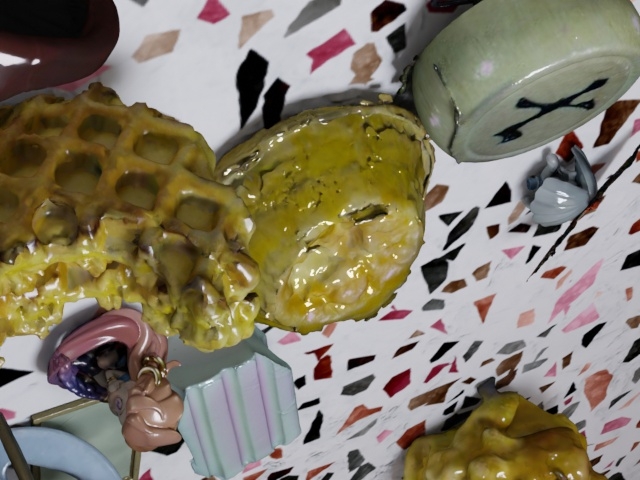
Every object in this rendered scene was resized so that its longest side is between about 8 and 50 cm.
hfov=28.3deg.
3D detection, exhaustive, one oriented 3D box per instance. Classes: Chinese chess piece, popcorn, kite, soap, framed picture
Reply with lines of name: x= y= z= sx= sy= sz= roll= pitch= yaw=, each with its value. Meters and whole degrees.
Chinese chess piece: x=0.197 y=-0.161 z=1.218 sx=0.237 sy=0.092 sz=0.238 roll=-21 pitch=164 yaw=-7
popcorn: x=0.278 y=0.339 z=1.852 sx=0.297 sy=0.281 sz=0.315 roll=-18 pitch=-177 yaw=-34
kite: x=0.321 y=-0.032 z=1.541 sx=0.232 sy=0.009 sz=0.189 roll=-50 pitch=175 yaw=-3
soap: x=-0.108 y=0.170 z=1.421 sx=0.145 sy=0.091 sz=0.231 roll=-28 pitch=146 yaw=-16
framed picture: x=-0.263 y=0.238 z=1.438 sx=0.135 sy=0.010 sz=0.201 roll=-17 pitch=144 yaw=-27

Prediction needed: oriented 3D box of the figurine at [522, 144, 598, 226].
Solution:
figurine: x=0.280 y=-0.065 z=1.499 sx=0.086 sy=0.082 sz=0.094 roll=-19 pitch=137 yaw=6

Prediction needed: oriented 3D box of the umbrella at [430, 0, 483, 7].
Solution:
umbrella: x=0.215 y=-0.241 z=1.221 sx=0.268 sy=0.044 sz=0.044 roll=-10 pitch=165 yaw=-27

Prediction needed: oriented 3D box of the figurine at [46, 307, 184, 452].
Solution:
figurine: x=-0.187 y=0.137 z=1.267 sx=0.114 sy=0.157 sz=0.126 roll=-37 pitch=149 yaw=-39

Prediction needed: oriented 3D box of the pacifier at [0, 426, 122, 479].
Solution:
pacifier: x=-0.315 y=0.350 z=1.368 sx=0.244 sy=0.233 sz=0.300 roll=18 pitch=82 yaw=-18

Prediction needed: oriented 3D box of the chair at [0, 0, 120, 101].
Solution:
chair: x=-0.157 y=-0.255 z=0.721 sx=0.226 sy=0.226 sz=0.401 roll=9 pitch=128 yaw=-47

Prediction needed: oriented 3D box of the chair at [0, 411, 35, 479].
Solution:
chair: x=-0.348 y=0.275 z=1.168 sx=0.166 sy=0.272 sz=0.188 roll=-36 pitch=148 yaw=1

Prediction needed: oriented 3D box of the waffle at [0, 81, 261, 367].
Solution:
waffle: x=-0.213 y=0.016 z=0.974 sx=0.324 sy=0.261 sz=0.151 roll=-17 pitch=151 yaw=-21

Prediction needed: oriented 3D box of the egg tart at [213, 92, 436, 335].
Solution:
egg tart: x=0.000 y=0.000 z=1.275 sx=0.314 sy=0.120 sz=0.315 roll=-23 pitch=144 yaw=-18
